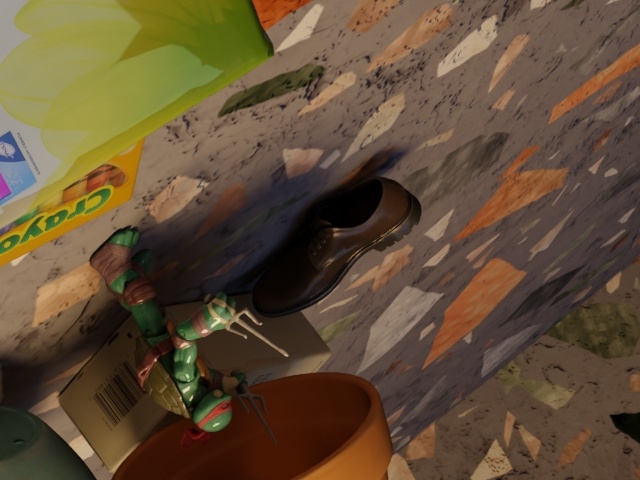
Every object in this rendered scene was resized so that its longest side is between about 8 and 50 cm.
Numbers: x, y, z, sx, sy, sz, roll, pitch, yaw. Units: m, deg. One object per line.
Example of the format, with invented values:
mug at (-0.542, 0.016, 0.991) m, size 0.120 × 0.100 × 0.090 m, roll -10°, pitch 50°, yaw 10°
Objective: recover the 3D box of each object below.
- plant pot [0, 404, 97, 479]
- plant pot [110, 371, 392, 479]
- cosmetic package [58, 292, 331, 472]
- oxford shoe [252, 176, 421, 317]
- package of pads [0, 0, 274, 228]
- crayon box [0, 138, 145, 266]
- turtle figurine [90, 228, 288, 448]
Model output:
plant pot at (-0.332, 0.276, 1.594) m, size 0.290 × 0.290 × 0.195 m, roll -21°, pitch 119°, yaw -45°
plant pot at (-0.047, 0.291, 1.660) m, size 0.291 × 0.203 × 0.291 m, roll -18°, pitch -164°, yaw 5°
cosmetic package at (-0.139, 0.156, 1.883) m, size 0.160 × 0.113 × 0.309 m, roll -48°, pitch 160°, yaw 24°
oxford shoe at (0.000, 0.000, 1.868) m, size 0.227 × 0.083 × 0.096 m, roll -40°, pitch 140°, yaw 9°
package of pads at (-0.195, -0.135, 0.932) m, size 0.296 × 0.101 × 0.229 m, roll -35°, pitch 132°, yaw -16°
crayon box at (-0.226, -0.075, 1.180) m, size 0.203 × 0.083 × 0.323 m, roll -30°, pitch 161°, yaw -28°
turtle figurine at (-0.129, 0.103, 1.564) m, size 0.118 × 0.234 × 0.175 m, roll -32°, pitch 161°, yaw -24°
